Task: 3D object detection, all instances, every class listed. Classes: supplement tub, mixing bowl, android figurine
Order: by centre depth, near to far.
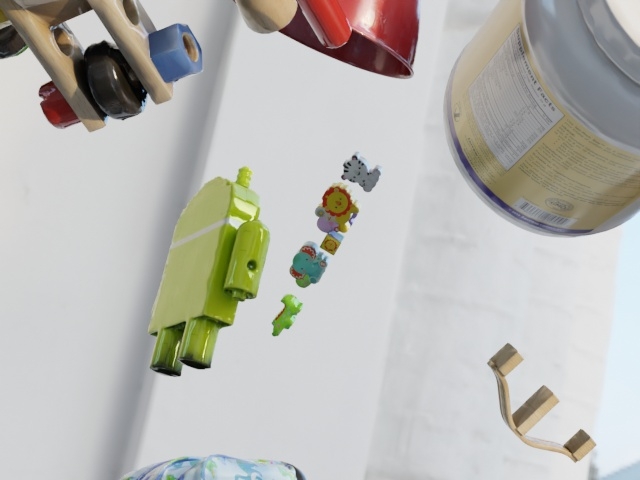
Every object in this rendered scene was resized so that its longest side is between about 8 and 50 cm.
[{"bbox_3d":[0.019,-0.224,1.004,0.181,0.098,0.181,25,0,0],"label":"mixing bowl"},{"bbox_3d":[0.263,-0.157,1.006,0.241,0.241,0.331,14,-19,-8],"label":"supplement tub"},{"bbox_3d":[-0.143,0.034,1.442,0.056,0.273,0.248,24,-26,-25],"label":"android figurine"}]

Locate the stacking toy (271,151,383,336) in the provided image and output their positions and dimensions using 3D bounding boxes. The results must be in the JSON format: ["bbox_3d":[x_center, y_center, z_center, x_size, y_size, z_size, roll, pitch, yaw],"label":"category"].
[{"bbox_3d":[0.000,0.000,1.471,0.052,0.221,0.167,30,24,2],"label":"stacking toy"}]

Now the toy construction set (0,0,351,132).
[{"bbox_3d":[-0.149,-0.224,0.738,0.308,0.258,0.237,10,-21,25],"label":"toy construction set"}]

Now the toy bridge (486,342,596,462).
[{"bbox_3d":[0.236,0.191,1.279,0.188,0.063,0.026,47,0,-29],"label":"toy bridge"}]

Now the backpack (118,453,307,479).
[{"bbox_3d":[-0.161,0.447,1.731,0.355,0.290,0.273,19,-29,-35],"label":"backpack"}]
